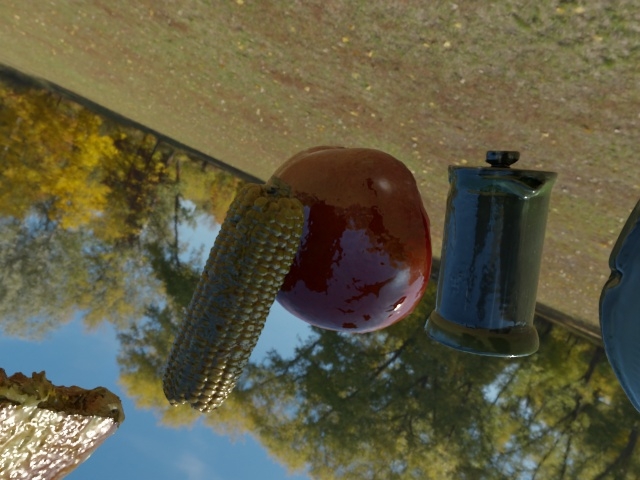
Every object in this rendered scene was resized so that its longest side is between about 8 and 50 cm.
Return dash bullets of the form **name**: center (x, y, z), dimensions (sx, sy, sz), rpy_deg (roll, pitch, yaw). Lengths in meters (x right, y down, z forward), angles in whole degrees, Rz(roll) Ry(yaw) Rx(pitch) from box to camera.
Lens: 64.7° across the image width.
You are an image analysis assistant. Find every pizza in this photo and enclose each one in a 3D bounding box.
- **pizza**: center (-0.321, 0.177, 0.422), dimensions (0.086, 0.226, 0.335), rpy_deg (34, -148, 31)

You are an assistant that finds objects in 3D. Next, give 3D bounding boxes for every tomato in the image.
- **tomato**: center (0.000, 0.000, 0.544), dimensions (0.139, 0.200, 0.233), rpy_deg (-9, -168, -23)

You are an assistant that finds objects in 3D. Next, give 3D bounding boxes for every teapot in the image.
- **teapot**: center (0.298, 0.007, 0.917), dimensions (0.200, 0.337, 0.270), rpy_deg (3, -171, -6)

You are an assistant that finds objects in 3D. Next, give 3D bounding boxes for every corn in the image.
- **corn**: center (-0.070, 0.045, 0.418), dimensions (0.068, 0.207, 0.068), rpy_deg (22, 180, 0)

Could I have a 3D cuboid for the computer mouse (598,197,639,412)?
- **computer mouse**: center (0.401, 0.038, 0.538), dimensions (0.228, 0.429, 0.145), rpy_deg (-22, -152, -23)
